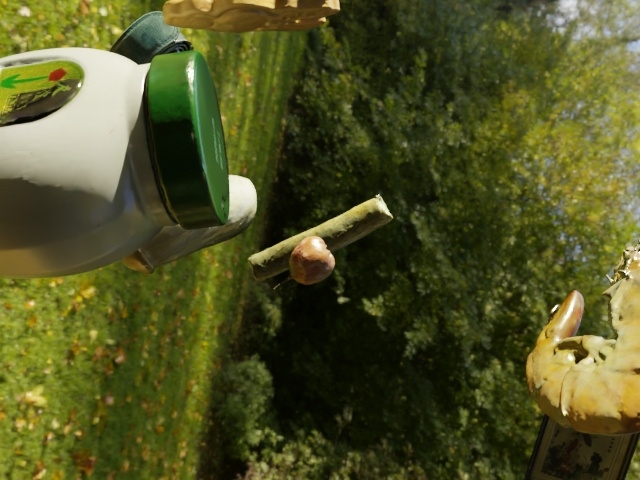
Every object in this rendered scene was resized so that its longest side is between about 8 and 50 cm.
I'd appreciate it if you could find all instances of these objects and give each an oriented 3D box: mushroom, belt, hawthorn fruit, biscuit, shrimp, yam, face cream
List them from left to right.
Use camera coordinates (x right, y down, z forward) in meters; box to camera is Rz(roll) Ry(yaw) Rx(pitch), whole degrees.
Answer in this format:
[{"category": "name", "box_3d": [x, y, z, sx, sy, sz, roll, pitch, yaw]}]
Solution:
[{"category": "face cream", "box_3d": [-0.300, -0.097, 0.772, 0.219, 0.357, 0.312, 83, 0, -49]}, {"category": "belt", "box_3d": [-0.397, -0.398, 1.465, 0.267, 0.116, 0.206, -48, 176, 29]}, {"category": "mushroom", "box_3d": [-0.192, -0.032, 1.015, 0.103, 0.118, 0.270, 59, 36, -3]}, {"category": "biscuit", "box_3d": [-0.094, -0.310, 0.888, 0.144, 0.236, 0.040, 176, -95, -74]}, {"category": "hawthorn fruit", "box_3d": [-0.029, 0.041, 0.969, 0.103, 0.067, 0.067, -35, 170, -8]}, {"category": "yam", "box_3d": [0.000, 0.000, 1.591, 0.083, 0.371, 0.083, 64, 0, 0]}, {"category": "shrimp", "box_3d": [0.235, 0.070, 0.527, 0.133, 0.053, 0.236, -34, -166, 36]}]

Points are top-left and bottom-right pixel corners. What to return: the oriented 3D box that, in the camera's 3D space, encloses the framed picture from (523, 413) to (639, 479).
[{"category": "framed picture", "box_3d": [0.552, 0.451, 1.368, 0.010, 0.199, 0.195, -27, 133, -79]}]
